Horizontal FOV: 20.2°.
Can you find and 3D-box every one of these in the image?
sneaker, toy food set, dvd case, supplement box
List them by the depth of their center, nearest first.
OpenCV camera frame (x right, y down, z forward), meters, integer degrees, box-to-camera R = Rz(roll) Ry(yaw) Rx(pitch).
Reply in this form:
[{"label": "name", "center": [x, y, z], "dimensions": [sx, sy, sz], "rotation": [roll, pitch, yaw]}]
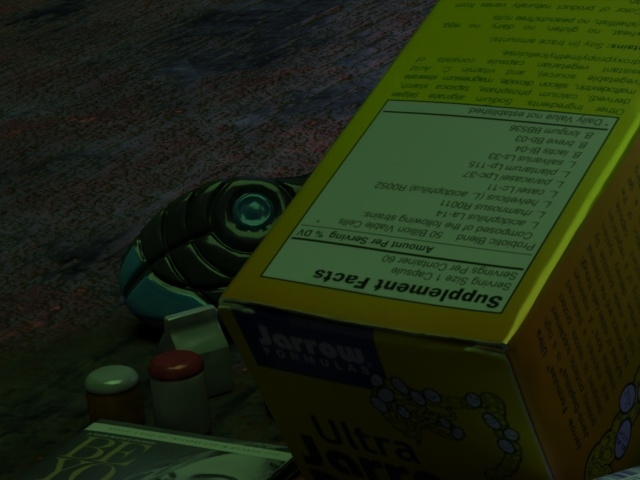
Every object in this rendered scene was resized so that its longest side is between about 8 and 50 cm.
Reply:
[{"label": "supplement box", "center": [0.131, -0.006, 1.107], "dimensions": [0.194, 0.195, 0.356], "rotation": [8, 48, 35]}, {"label": "dvd case", "center": [-0.134, 0.172, 1.127], "dimensions": [0.164, 0.018, 0.221], "rotation": [5, 21, 29]}, {"label": "toy food set", "center": [-0.057, 0.063, 1.286], "dimensions": [0.232, 0.105, 0.111], "rotation": [-15, 21, -25]}, {"label": "sneaker", "center": [0.000, 0.000, 1.484], "dimensions": [0.340, 0.125, 0.140], "rotation": [-21, -19, -11]}]

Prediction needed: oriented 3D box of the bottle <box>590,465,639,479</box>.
[{"label": "bottle", "center": [0.099, 0.187, 0.900], "dimensions": [0.282, 0.092, 0.118], "rotation": [-13, 20, -21]}]
